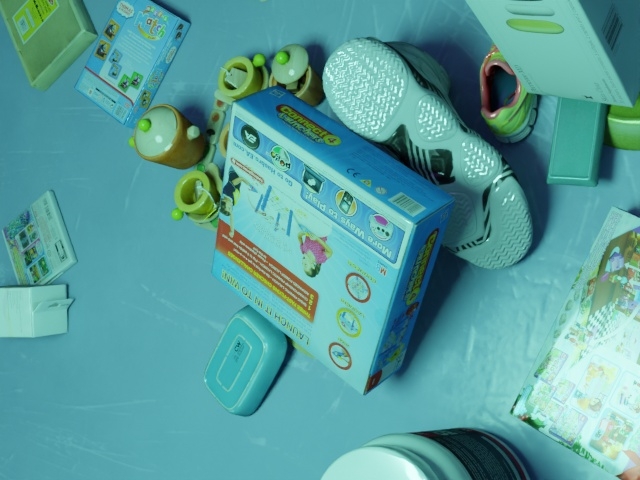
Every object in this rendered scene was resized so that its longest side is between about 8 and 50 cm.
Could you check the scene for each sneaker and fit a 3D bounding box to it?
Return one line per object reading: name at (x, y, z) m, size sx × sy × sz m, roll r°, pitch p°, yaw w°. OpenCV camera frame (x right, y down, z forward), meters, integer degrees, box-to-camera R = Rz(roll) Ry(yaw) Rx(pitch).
sneaker at (0.160, -0.136, 1.273) m, size 0.137 × 0.210 × 0.366 m, roll -39°, pitch 99°, yaw 22°
sneaker at (0.255, -0.240, 1.246) m, size 0.081 × 0.094 × 0.209 m, roll 2°, pitch 82°, yaw 34°

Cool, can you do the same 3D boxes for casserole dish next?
casserole dish at (-0.122, 0.186, 1.436) m, size 0.114 × 0.037 × 0.188 m, roll 42°, pitch 115°, yaw 30°

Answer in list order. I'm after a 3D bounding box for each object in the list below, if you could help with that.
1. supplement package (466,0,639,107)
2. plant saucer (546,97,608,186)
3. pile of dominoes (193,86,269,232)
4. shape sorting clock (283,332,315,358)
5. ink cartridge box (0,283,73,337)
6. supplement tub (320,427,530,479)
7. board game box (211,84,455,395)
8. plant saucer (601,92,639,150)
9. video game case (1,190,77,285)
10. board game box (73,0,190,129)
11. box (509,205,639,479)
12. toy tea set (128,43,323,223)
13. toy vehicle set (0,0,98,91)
supplement package at (0.293, -0.309, 1.074) m, size 0.145 × 0.262 × 0.204 m, roll 17°, pitch 78°, yaw 38°
plant saucer at (0.330, -0.165, 1.189) m, size 0.067 × 0.018 × 0.192 m, roll 6°, pitch 86°, yaw 33°
pile of dominoes at (-0.131, -0.134, 1.508) m, size 0.195 × 0.040 × 0.251 m, roll 18°, pitch 93°, yaw 33°
shape sorting clock at (0.008, 0.074, 1.386) m, size 0.206 × 0.040 × 0.206 m, roll 2°, pitch 94°, yaw 32°
ink cartridge box at (-0.524, 0.125, 1.677) m, size 0.143 × 0.092 × 0.090 m, roll -2°, pitch 91°, yaw 28°
supplement tub at (0.130, 0.327, 1.132) m, size 0.191 × 0.272 × 0.191 m, roll -6°, pitch 79°, yaw 31°
board game box at (0.000, 0.000, 1.244) m, size 0.308 × 0.086 × 0.302 m, roll 36°, pitch 135°, yaw 26°
plant saucer at (0.408, -0.235, 1.182) m, size 0.240 × 0.037 × 0.241 m, roll -5°, pitch 80°, yaw 31°
video game case at (-0.528, 0.009, 1.752) m, size 0.143 × 0.019 × 0.157 m, roll -35°, pitch 67°, yaw 24°
board game box at (-0.338, -0.327, 1.670) m, size 0.160 × 0.039 × 0.212 m, roll 36°, pitch 103°, yaw 31°
box at (0.383, 0.132, 1.129) m, size 0.201 × 0.057 × 0.293 m, roll 30°, pitch 99°, yaw 33°
toy tea set at (-0.157, -0.195, 1.458) m, size 0.336 × 0.124 × 0.200 m, roll -44°, pitch 59°, yaw 11°
toy vehicle set at (-0.539, -0.444, 1.817) m, size 0.166 × 0.035 × 0.267 m, roll -37°, pitch 65°, yaw 22°
